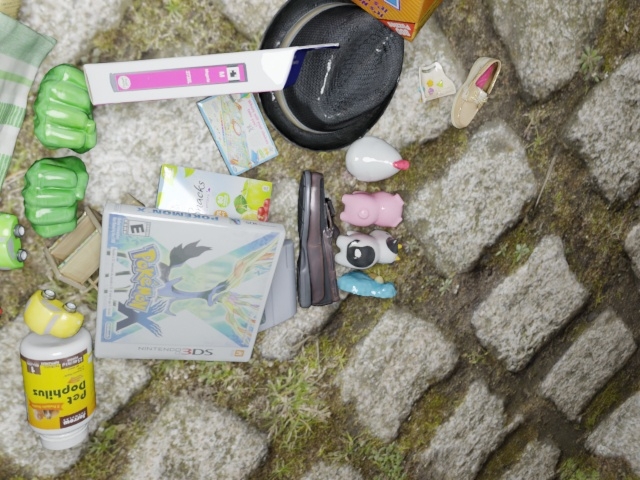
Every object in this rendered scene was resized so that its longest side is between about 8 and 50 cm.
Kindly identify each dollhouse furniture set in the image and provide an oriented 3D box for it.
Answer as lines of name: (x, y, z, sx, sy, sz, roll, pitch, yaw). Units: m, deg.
dollhouse furniture set: (-0.374, 0.008, 0.914, 0.182, 0.101, 0.161, -46, 143, -4)

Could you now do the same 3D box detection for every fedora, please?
fedora: (0.044, -0.325, 0.930, 0.334, 0.152, 0.334, -7, 109, -21)

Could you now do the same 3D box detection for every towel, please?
towel: (-0.482, -0.158, 0.708, 0.038, 0.248, 0.325, 24, 98, -18)

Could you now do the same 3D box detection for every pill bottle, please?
pill bottle: (-0.485, 0.274, 0.918, 0.117, 0.117, 0.215, -3, 108, -22)

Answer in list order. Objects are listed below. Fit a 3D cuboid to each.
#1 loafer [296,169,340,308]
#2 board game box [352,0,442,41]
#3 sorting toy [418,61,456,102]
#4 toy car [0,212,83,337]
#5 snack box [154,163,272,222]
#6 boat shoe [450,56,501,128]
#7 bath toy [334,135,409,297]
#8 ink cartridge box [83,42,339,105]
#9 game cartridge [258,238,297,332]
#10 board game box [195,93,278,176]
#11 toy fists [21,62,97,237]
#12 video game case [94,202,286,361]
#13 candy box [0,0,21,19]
loafer: (0.000, 0.000, 1.035, 0.095, 0.109, 0.303, -1, 111, -9)
board game box: (0.111, -0.592, 0.683, 0.356, 0.356, 0.356, 37, 90, 4)
sorting toy: (0.244, -0.347, 1.073, 0.083, 0.045, 0.075, -20, 106, -16)
toy car: (-0.536, 0.067, 0.828, 0.239, 0.053, 0.225, 1, 104, -1)
snack box: (-0.207, -0.040, 0.931, 0.207, 0.070, 0.175, 7, 89, -19)
boat shoe: (0.352, -0.335, 1.111, 0.063, 0.059, 0.170, 18, 99, -27)
bath toy: (0.121, -0.048, 1.065, 0.151, 0.129, 0.348, -26, 124, -54)
ink cartridge box: (-0.151, -0.265, 0.774, 0.370, 0.176, 0.069, -5, 110, 5)
game cartridge: (-0.191, 0.112, 1.030, 0.294, 0.060, 0.196, -10, 114, -20)
board game box: (-0.159, -0.214, 0.950, 0.103, 0.026, 0.154, -28, 116, -12)
toy fists: (-0.420, -0.142, 0.796, 0.096, 0.142, 0.279, 11, 103, -26)
video game case: (-0.245, 0.096, 0.902, 0.300, 0.036, 0.329, 7, 122, -19)
candy box: (-0.553, -0.260, 0.675, 0.183, 0.087, 0.316, 24, 114, -20)
